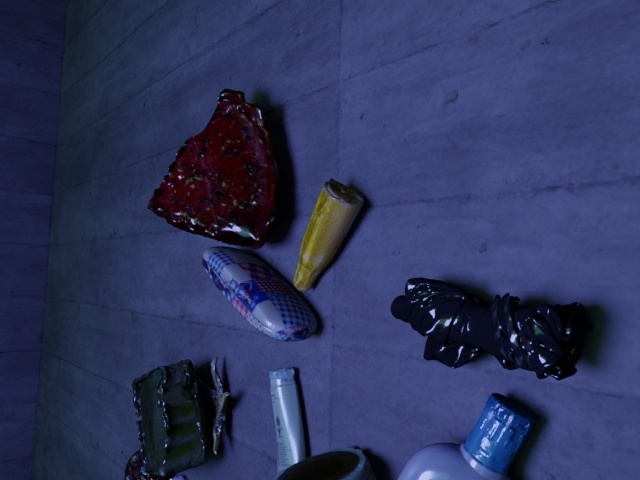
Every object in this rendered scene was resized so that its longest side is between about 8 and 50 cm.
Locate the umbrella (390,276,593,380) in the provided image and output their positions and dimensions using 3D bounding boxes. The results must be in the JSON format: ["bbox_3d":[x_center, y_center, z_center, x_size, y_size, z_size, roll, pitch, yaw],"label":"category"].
[{"bbox_3d":[0.203,0.114,0.641,0.272,0.122,0.110,2,44,51],"label":"umbrella"}]

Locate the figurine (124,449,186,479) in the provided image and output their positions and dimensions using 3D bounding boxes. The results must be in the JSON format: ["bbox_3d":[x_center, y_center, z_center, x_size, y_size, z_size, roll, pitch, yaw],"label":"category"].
[{"bbox_3d":[-0.437,0.653,1.242,0.175,0.116,0.240,-54,47,15],"label":"figurine"}]

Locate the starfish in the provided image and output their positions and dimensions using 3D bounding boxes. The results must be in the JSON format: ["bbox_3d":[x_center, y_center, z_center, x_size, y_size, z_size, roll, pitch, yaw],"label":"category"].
[{"bbox_3d":[-0.235,0.374,1.106,0.176,0.053,0.208,-46,53,56],"label":"starfish"}]

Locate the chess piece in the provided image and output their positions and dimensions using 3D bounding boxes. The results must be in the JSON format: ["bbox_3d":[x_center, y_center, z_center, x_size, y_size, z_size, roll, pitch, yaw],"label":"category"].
[{"bbox_3d":[0.034,0.504,0.759,0.176,0.176,0.298,-18,84,45],"label":"chess piece"}]

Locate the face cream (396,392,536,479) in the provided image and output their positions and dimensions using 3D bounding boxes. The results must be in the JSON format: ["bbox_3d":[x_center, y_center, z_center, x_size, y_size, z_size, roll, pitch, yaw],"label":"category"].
[{"bbox_3d":[0.173,0.359,0.630,0.163,0.080,0.337,29,97,16],"label":"face cream"}]

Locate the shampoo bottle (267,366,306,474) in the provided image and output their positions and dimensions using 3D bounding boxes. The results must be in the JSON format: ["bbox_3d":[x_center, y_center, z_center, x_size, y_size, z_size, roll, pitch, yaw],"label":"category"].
[{"bbox_3d":[-0.065,0.357,0.937,0.072,0.049,0.212,-28,65,47],"label":"shampoo bottle"}]

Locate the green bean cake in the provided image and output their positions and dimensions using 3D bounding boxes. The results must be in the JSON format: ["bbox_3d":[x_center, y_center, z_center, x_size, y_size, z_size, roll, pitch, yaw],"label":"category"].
[{"bbox_3d":[-0.360,0.424,1.157,0.255,0.132,0.241,-38,59,52],"label":"green bean cake"}]

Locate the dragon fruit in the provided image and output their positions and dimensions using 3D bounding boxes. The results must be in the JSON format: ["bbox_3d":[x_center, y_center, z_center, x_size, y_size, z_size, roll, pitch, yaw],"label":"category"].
[{"bbox_3d":[-0.169,-0.139,1.083,0.286,0.228,0.329,16,76,16],"label":"dragon fruit"}]

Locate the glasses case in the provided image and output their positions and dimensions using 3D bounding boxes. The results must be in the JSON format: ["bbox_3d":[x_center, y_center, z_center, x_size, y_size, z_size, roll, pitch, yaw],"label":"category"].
[{"bbox_3d":[-0.132,0.099,0.982,0.327,0.125,0.076,37,113,43],"label":"glasses case"}]

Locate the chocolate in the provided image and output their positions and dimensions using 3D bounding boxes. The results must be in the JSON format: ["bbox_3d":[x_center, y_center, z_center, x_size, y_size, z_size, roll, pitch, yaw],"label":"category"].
[{"bbox_3d":[0.000,0.000,0.887,0.085,0.085,0.219,50,125,38],"label":"chocolate"}]
